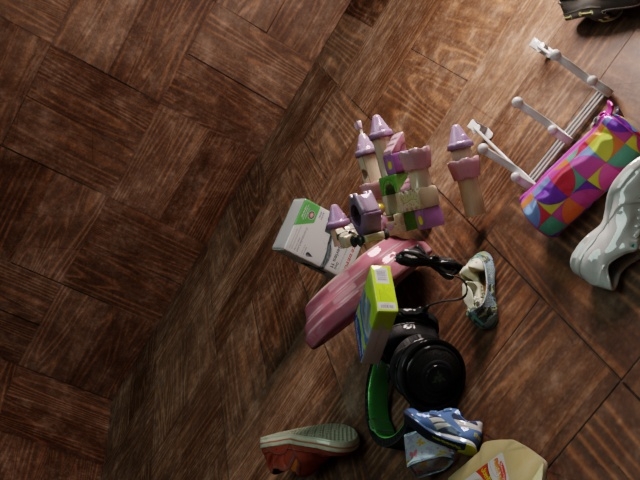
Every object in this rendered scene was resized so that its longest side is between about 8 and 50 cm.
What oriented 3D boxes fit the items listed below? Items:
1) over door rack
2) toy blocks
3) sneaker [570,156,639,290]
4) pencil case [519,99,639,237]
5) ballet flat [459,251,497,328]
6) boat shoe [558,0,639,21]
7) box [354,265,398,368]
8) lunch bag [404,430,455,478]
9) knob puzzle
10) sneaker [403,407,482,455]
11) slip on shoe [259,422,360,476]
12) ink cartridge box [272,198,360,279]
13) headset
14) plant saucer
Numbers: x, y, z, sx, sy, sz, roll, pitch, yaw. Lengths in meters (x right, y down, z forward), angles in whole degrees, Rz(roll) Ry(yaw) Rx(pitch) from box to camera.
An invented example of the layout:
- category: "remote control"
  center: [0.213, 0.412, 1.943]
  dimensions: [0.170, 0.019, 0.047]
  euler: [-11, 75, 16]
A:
- category: "over door rack"
  center: [0.409, -0.268, 1.463]
  dimensions: [0.239, 0.108, 0.324]
  euler: [-54, 22, 20]
- category: "toy blocks"
  center: [0.140, -0.143, 1.538]
  dimensions: [0.289, 0.309, 0.259]
  euler: [173, 82, -69]
- category: "sneaker"
  center: [0.468, -0.022, 1.098]
  dimensions: [0.212, 0.080, 0.094]
  euler: [-65, 31, 14]
- category: "pencil case"
  center: [0.437, -0.114, 1.227]
  dimensions: [0.236, 0.104, 0.104]
  euler: [-53, 23, 27]
- category: "ballet flat"
  center: [0.293, 0.080, 1.376]
  dimensions: [0.070, 0.070, 0.188]
  euler: [-48, 25, 34]
- category: "boat shoe"
  center: [0.551, -0.463, 1.427]
  dimensions: [0.081, 0.068, 0.228]
  euler: [-24, 23, -11]
- category: "box"
  center: [0.098, 0.142, 1.338]
  dimensions: [0.178, 0.043, 0.109]
  euler: [103, 167, -45]
- category: "lunch bag"
  center: [0.193, 0.367, 1.279]
  dimensions: [0.083, 0.053, 0.071]
  euler: [-26, 34, 18]
- category: "knob puzzle"
  center: [0.275, 0.386, 1.097]
  dimensions: [0.213, 0.030, 0.213]
  euler: [-50, 24, 31]
- category: "sneaker"
  center: [0.210, 0.314, 1.248]
  dimensions: [0.144, 0.053, 0.059]
  euler: [17, 59, 31]
- category: "slip on shoe"
  center: [-0.022, 0.466, 1.618]
  dimensions: [0.331, 0.123, 0.101]
  euler: [-26, 74, 50]
- category: "ink cartridge box"
  center: [0.000, 0.000, 1.961]
  dimensions: [0.087, 0.208, 0.153]
  euler: [1, 66, 64]
- category: "headset"
  center: [0.157, 0.204, 1.377]
  dimensions: [0.243, 0.185, 0.394]
  euler: [-115, 44, -64]
- category: "plant saucer"
  center: [0.087, 0.099, 1.562]
  dimensions: [0.332, 0.084, 0.332]
  euler: [-39, -8, -7]
